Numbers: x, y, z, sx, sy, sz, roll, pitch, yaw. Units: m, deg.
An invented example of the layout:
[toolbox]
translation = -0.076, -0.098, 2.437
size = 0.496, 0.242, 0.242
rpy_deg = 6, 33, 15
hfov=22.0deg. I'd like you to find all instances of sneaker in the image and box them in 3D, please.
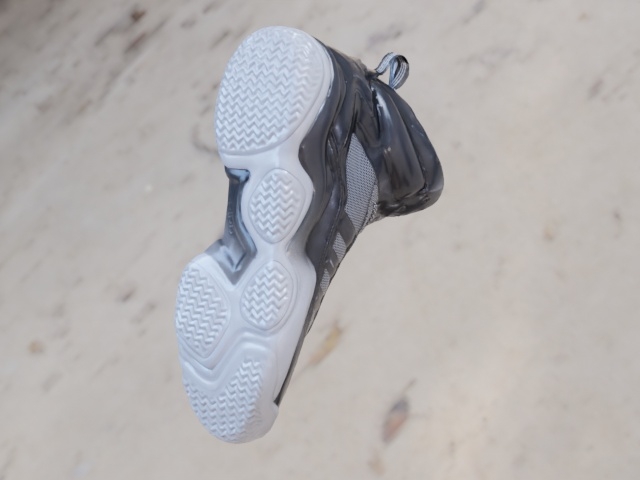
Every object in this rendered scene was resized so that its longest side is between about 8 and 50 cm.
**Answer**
[sneaker]
translation = 0.000, 0.000, 1.067
size = 0.101, 0.153, 0.268
rpy_deg = 19, 104, 43
